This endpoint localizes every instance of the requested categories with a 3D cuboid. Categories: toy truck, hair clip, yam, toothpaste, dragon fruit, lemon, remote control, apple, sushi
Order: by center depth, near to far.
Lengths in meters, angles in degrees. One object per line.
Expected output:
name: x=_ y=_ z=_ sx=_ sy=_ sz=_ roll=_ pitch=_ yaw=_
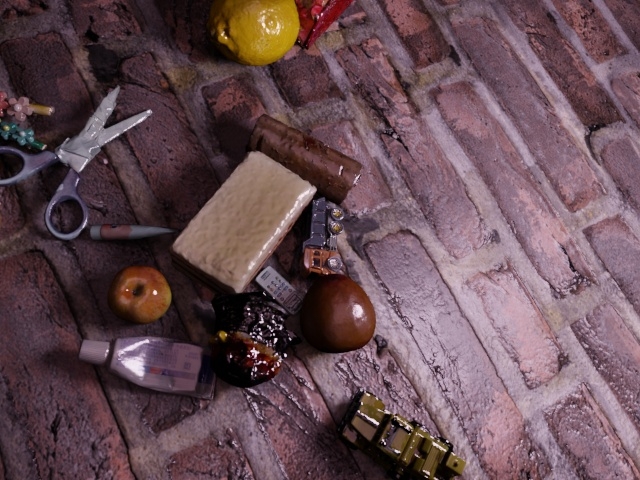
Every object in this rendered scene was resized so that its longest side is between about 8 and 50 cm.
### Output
sushi: x=-0.146 y=0.219 z=1.076 sx=0.172 sy=0.153 sz=0.150 roll=54 pitch=45 yaw=-33
toothpaste: x=-0.348 y=0.248 z=1.083 sx=0.282 sy=0.068 sz=0.099 roll=15 pitch=99 yaw=-17
apple: x=-0.374 y=0.111 z=1.096 sx=0.126 sy=0.102 sz=0.126 roll=4 pitch=71 yaw=-12
toy truck: x=0.167 y=0.424 z=1.097 sx=0.257 sy=0.127 sz=0.127 roll=32 pitch=69 yaw=4
toothpaste: x=-0.394 y=-0.019 z=1.139 sx=0.205 sy=0.056 sz=0.036 roll=-1 pitch=98 yaw=7
hair clip: x=-0.694 y=-0.242 z=1.181 sx=0.173 sy=0.049 sz=0.049 roll=22 pitch=68 yaw=-1
hair clip: x=-0.720 y=-0.308 z=1.193 sx=0.213 sy=0.056 sz=0.062 roll=7 pitch=102 yaw=-11
remote control: x=-0.091 y=0.114 z=1.203 sx=0.124 sy=0.018 sz=0.053 roll=43 pitch=69 yaw=5
toy truck: x=0.000 y=0.000 z=1.229 sx=0.092 sy=0.083 sz=0.192 roll=8 pitch=68 yaw=-10
yam: x=-0.042 y=-0.191 z=1.266 sx=0.279 sy=0.131 sz=0.131 roll=27 pitch=68 yaw=0
lemon: x=-0.166 y=-0.545 z=1.321 sx=0.260 sy=0.204 sz=0.204 roll=-27 pitch=79 yaw=-32
dragon fruit: x=-0.008 y=-0.651 z=1.433 sx=0.189 sy=0.163 sz=0.262 roll=22 pitch=65 yaw=26

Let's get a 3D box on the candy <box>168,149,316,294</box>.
candy: x=-0.171 y=-0.036 z=1.177 sx=0.179 sy=0.135 sz=0.321 roll=35 pitch=67 yaw=3

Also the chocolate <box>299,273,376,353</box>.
chocolate: x=0.036 y=0.155 z=1.137 sx=0.176 sy=0.177 sz=0.177 roll=4 pitch=70 yaw=-11

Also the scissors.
scissors: x=-0.542 y=-0.203 z=1.193 sx=0.256 sy=0.029 sz=0.383 roll=42 pitch=62 yaw=-11
